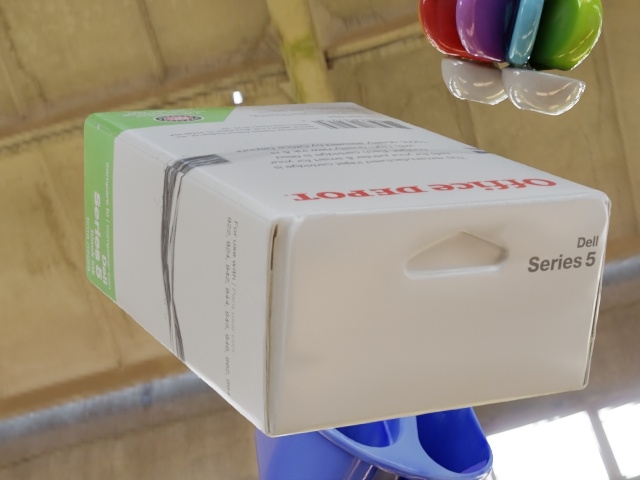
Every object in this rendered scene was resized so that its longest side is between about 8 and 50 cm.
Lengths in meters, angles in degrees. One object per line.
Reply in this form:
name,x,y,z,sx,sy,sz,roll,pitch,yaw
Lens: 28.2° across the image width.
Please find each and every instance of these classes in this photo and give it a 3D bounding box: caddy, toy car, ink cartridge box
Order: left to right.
ink cartridge box,0.000,0.000,0.731,0.198,0.273,0.115,-5,-72,-27
caddy,0.060,0.208,1.452,0.241,0.341,0.179,18,-73,-13
toy car,0.162,-0.203,1.147,0.136,0.182,0.159,8,-83,-39
